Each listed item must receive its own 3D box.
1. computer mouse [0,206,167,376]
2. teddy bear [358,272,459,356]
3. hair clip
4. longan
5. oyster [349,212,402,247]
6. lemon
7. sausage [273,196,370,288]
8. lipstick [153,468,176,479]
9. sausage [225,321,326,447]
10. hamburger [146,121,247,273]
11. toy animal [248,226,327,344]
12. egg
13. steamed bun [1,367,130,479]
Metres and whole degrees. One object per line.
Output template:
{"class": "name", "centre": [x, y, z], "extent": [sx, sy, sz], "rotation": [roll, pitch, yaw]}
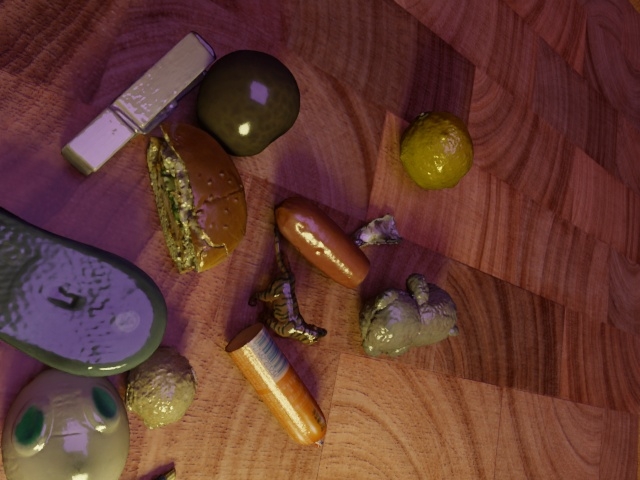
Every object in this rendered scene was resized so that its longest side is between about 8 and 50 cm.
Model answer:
{"class": "computer mouse", "centre": [-0.430, 0.083, 0.706], "extent": [0.371, 0.122, 0.188], "rotation": [32, 65, -21]}
{"class": "teddy bear", "centre": [0.213, 0.194, 1.114], "extent": [0.268, 0.151, 0.235], "rotation": [0, 112, -25]}
{"class": "hair clip", "centre": [-0.323, -0.251, 0.827], "extent": [0.085, 0.101, 0.330], "rotation": [47, 63, -26]}
{"class": "longan", "centre": [-0.146, -0.274, 0.898], "extent": [0.212, 0.198, 0.198], "rotation": [-44, 113, 5]}
{"class": "oyster", "centre": [0.140, -0.020, 1.158], "extent": [0.200, 0.061, 0.106], "rotation": [7, 63, -36]}
{"class": "lemon", "centre": [0.308, -0.239, 1.200], "extent": [0.192, 0.192, 0.231], "rotation": [-44, 117, -29]}
{"class": "sausage", "centre": [0.000, 0.000, 1.011], "extent": [0.259, 0.114, 0.113], "rotation": [44, 63, -24]}
{"class": "lipstick", "centre": [-0.309, 0.454, 0.803], "extent": [0.116, 0.037, 0.037], "rotation": [-24, 99, -38]}
{"class": "sausage", "centre": [-0.076, 0.319, 0.942], "extent": [0.093, 0.093, 0.312], "rotation": [-41, 108, -30]}
{"class": "hamburger", "centre": [-0.221, -0.087, 0.851], "extent": [0.157, 0.144, 0.282], "rotation": [-14, 92, -33]}
{"class": "toy animal", "centre": [-0.081, 0.098, 0.945], "extent": [0.114, 0.116, 0.254], "rotation": [-14, 93, -36]}
{"class": "egg", "centre": [-0.283, 0.260, 0.797], "extent": [0.116, 0.118, 0.140], "rotation": [25, 53, -75]}
{"class": "steamed bun", "centre": [-0.392, 0.312, 0.701], "extent": [0.177, 0.131, 0.227], "rotation": [-3, 89, -32]}
